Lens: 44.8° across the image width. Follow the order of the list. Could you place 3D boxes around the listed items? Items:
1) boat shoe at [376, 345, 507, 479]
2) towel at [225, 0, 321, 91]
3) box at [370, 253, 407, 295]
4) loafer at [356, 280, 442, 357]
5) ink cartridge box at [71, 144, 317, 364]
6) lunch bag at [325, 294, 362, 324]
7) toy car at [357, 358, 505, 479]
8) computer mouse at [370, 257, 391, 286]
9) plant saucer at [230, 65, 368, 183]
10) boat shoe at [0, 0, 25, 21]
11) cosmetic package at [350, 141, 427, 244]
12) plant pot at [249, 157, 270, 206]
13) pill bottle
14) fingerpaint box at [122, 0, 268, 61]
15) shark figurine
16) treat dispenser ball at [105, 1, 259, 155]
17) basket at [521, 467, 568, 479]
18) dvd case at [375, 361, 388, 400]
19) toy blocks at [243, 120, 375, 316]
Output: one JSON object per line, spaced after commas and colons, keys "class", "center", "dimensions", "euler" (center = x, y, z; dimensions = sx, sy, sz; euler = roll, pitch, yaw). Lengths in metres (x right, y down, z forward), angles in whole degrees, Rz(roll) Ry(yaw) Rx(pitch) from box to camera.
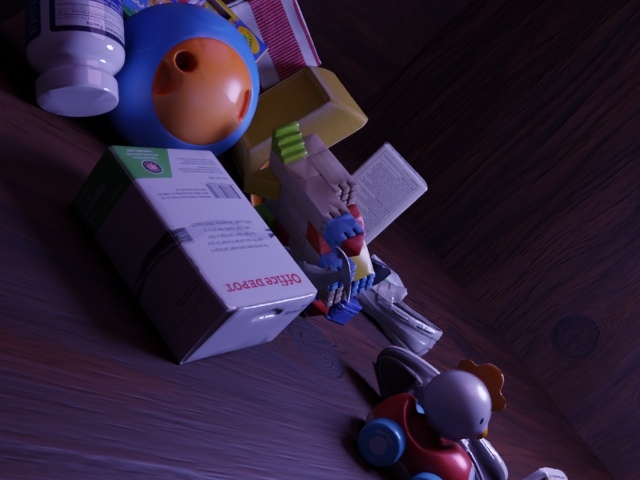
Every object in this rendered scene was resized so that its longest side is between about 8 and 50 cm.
{"class": "boat shoe", "center": [0.212, 0.341, 1.428], "dimensions": [0.335, 0.112, 0.095], "euler": [50, 40, 8]}
{"class": "towel", "center": [-0.192, -0.498, 1.998], "dimensions": [0.037, 0.329, 0.237], "euler": [-88, 156, -72]}
{"class": "box", "center": [0.150, 0.113, 1.999], "dimensions": [0.101, 0.087, 0.102], "euler": [41, 15, -26]}
{"class": "loafer", "center": [0.160, 0.144, 1.877], "dimensions": [0.319, 0.111, 0.112], "euler": [46, 12, -6]}
{"class": "ink cartridge box", "center": [-0.172, 0.012, 1.078], "dimensions": [0.289, 0.121, 0.211], "euler": [52, 27, 19]}
{"class": "lunch bag", "center": [0.043, 0.131, 1.638], "dimensions": [0.067, 0.065, 0.098], "euler": [54, 15, 30]}
{"class": "toy car", "center": [0.216, 0.305, 1.271], "dimensions": [0.210, 0.238, 0.219], "euler": [50, 13, 15]}
{"class": "computer mouse", "center": [0.062, 0.080, 1.694], "dimensions": [0.262, 0.060, 0.184], "euler": [9, -18, 43]}
{"class": "plant saucer", "center": [-0.085, -0.301, 1.913], "dimensions": [0.081, 0.333, 0.333], "euler": [57, 4, -36]}
{"class": "boat shoe", "center": [-0.560, -0.405, 1.195], "dimensions": [0.091, 0.109, 0.305], "euler": [52, 16, 1]}
{"class": "cosmetic package", "center": [0.106, -0.088, 1.966], "dimensions": [0.160, 0.309, 0.113], "euler": [48, 13, -2]}
{"class": "plant pot", "center": [-0.046, -0.086, 1.767], "dimensions": [0.205, 0.205, 0.188], "euler": [49, -3, 9]}
{"class": "pill bottle", "center": [-0.394, -0.344, 1.245], "dimensions": [0.153, 0.153, 0.264], "euler": [21, 61, -64]}
{"class": "fingerpaint box", "center": [-0.341, -0.460, 1.744], "dimensions": [0.371, 0.163, 0.445], "euler": [45, 27, -13]}
{"class": "shark figurine", "center": [-0.054, 0.078, 1.325], "dimensions": [0.278, 0.116, 0.166], "euler": [9, -20, 24]}
{"class": "treat dispenser ball", "center": [-0.255, -0.283, 1.410], "dimensions": [0.288, 0.288, 0.288], "euler": [44, 13, -13]}
{"class": "basket", "center": [0.483, 0.563, 1.662], "dimensions": [0.167, 0.113, 0.103], "euler": [31, 25, -53]}
{"class": "dvd case", "center": [0.201, 0.352, 1.588], "dimensions": [0.221, 0.018, 0.164], "euler": [43, 13, -17]}
{"class": "toy blocks", "center": [0.000, 0.000, 1.441], "dimensions": [0.261, 0.191, 0.381], "euler": [53, -28, 29]}
